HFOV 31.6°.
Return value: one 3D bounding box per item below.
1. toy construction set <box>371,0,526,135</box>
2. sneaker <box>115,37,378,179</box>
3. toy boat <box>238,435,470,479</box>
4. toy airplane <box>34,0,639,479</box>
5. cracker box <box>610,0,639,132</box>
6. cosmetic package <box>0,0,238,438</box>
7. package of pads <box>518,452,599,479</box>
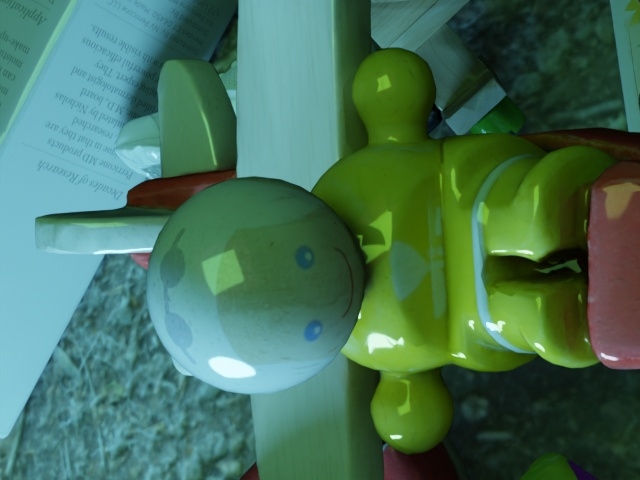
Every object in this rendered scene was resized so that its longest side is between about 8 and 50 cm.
[{"bbox_3d":[0.099,-0.188,0.689,0.257,0.309,0.237,-39,97,-14],"label":"toy construction set"},{"bbox_3d":[-0.050,-0.102,0.865,0.232,0.090,0.115,-7,66,21],"label":"sneaker"},{"bbox_3d":[-0.017,0.193,0.711,0.231,0.151,0.151,-49,57,11],"label":"toy boat"},{"bbox_3d":[0.000,0.000,0.538,0.386,0.272,0.384,49,118,15],"label":"toy airplane"},{"bbox_3d":[0.263,-0.094,0.667,0.155,0.067,0.232,-13,69,30],"label":"cracker box"},{"bbox_3d":[-0.275,-0.090,0.947,0.230,0.161,0.453,32,94,34],"label":"cosmetic package"},{"bbox_3d":[0.084,0.276,0.588,0.101,0.229,0.296,37,99,-10],"label":"package of pads"}]
